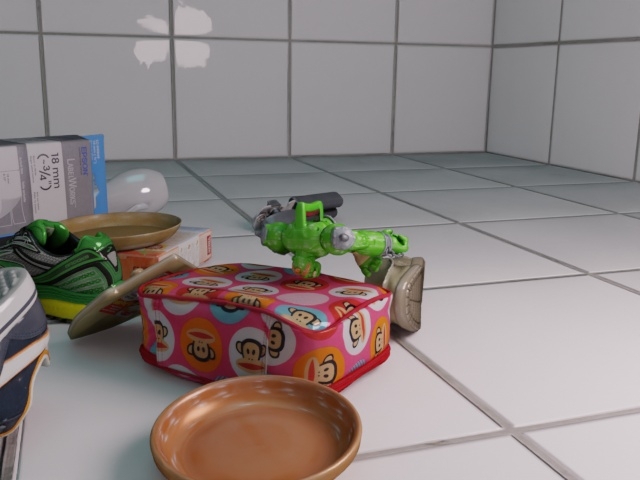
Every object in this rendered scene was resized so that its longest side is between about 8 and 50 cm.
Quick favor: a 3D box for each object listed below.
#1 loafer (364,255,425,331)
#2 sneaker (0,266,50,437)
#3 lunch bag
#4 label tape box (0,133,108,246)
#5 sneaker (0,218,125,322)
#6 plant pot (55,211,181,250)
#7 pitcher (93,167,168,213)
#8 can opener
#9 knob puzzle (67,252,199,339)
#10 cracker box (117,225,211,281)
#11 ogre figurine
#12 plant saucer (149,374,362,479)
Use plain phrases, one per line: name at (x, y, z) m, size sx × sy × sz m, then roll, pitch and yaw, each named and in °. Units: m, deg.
loafer at (0.110, 0.077, 1.112) m, size 0.092 × 0.102 × 0.268 m, roll 2°, pitch 4°, yaw 10°
sneaker at (-0.363, 0.162, 0.674) m, size 0.126 × 0.127 × 0.321 m, roll 3°, pitch 32°, yaw 26°
lunch bag at (-0.060, 0.098, 0.939) m, size 0.293 × 0.120 × 0.258 m, roll 8°, pitch 14°, yaw 30°
label tape box at (-0.512, -0.077, 1.400) m, size 0.106 × 0.241 × 0.333 m, roll 9°, pitch 16°, yaw 34°
sneaker at (-0.456, 0.031, 1.150) m, size 0.343 × 0.146 × 0.134 m, roll 4°, pitch 13°, yaw 17°
plant pot at (-0.370, -0.016, 1.316) m, size 0.236 × 0.032 × 0.236 m, roll 0°, pitch 13°, yaw 0°
pitcher at (-0.479, -0.096, 1.804) m, size 0.207 × 0.125 × 0.178 m, roll -17°, pitch 41°, yaw -25°
can opener at (-0.044, -0.058, 1.782) m, size 0.283 × 0.076 × 0.095 m, roll -11°, pitch 50°, yaw -43°
knob puzzle at (-0.266, 0.075, 1.004) m, size 0.213 × 0.030 × 0.213 m, roll -30°, pitch -10°, yaw -6°
cracker box at (-0.318, 0.026, 1.356) m, size 0.155 × 0.067 × 0.232 m, roll 4°, pitch 14°, yaw 15°
ogre figurine at (0.000, 0.000, 0.948) m, size 0.197 × 0.097 × 0.118 m, roll 25°, pitch 8°, yaw 34°
plant saucer at (-0.060, 0.191, 0.695) m, size 0.200 × 0.037 × 0.200 m, roll -1°, pitch 17°, yaw 0°
